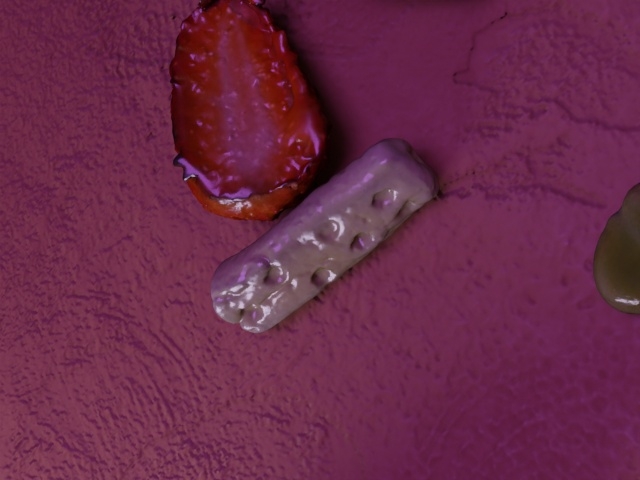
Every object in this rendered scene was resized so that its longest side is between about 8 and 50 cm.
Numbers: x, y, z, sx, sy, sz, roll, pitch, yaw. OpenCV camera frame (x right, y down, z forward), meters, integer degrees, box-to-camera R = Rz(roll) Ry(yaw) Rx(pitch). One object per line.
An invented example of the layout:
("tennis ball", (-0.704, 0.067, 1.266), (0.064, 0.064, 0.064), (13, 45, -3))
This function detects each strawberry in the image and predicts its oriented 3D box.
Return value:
("strawberry", (-0.051, -0.102, 0.709), (0.121, 0.082, 0.188), (-12, 70, 11))

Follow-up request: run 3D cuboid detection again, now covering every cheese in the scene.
("cheese", (0.000, 0.000, 0.672), (0.194, 0.065, 0.043), (-38, 28, 22))

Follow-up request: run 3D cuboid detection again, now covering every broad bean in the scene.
("broad bean", (0.199, 0.006, 0.561), (0.063, 0.045, 0.083), (22, 106, 32))
